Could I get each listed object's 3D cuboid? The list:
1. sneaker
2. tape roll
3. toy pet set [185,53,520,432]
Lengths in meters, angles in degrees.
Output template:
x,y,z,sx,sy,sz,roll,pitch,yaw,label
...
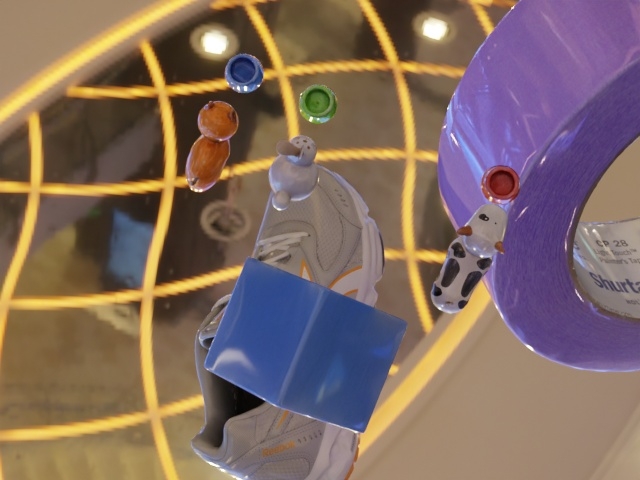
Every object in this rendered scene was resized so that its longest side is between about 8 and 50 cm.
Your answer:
x,y,z,sx,sy,sz,roll,pitch,yaw,label
-0.029,0.049,0.871,0.121,0.099,0.262,31,-129,-42,sneaker
0.209,-0.048,0.699,0.275,0.274,0.090,-6,-136,-18,tape roll
0.000,0.000,0.438,0.122,0.065,0.114,22,-92,4,toy pet set
